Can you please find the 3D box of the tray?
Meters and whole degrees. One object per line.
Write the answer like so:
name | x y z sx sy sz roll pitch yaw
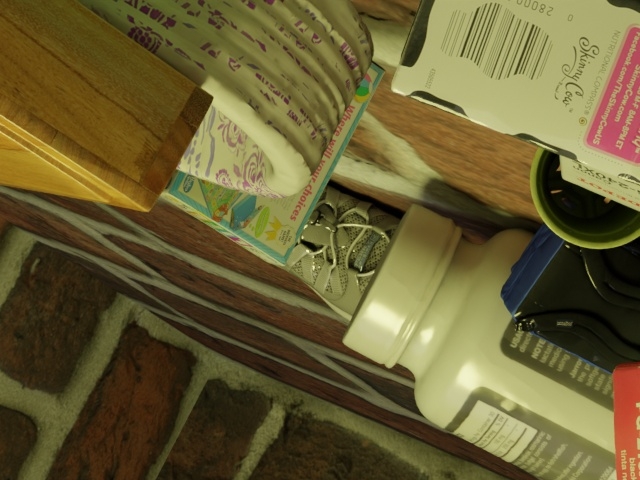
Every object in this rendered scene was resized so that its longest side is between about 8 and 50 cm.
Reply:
tray | -0.243 -0.106 1.000 0.203 0.076 0.411 34 169 -28

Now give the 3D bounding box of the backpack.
backpack | 0.207 0.034 1.332 0.120 0.098 0.101 29 -161 -12

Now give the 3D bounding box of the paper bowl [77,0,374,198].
paper bowl | -0.103 -0.153 1.018 0.284 0.148 0.284 27 171 5

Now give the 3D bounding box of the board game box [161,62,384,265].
board game box | -0.034 -0.075 1.220 0.103 0.154 0.026 33 168 -28

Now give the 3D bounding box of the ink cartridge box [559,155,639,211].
ink cartridge box | 0.188 -0.059 0.973 0.109 0.063 0.150 25 170 15

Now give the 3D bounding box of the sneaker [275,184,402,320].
sneaker | 0.000 0.000 1.665 0.281 0.105 0.115 19 168 42

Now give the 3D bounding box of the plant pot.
plant pot | 0.169 -0.037 1.128 0.083 0.083 0.079 27 -178 1

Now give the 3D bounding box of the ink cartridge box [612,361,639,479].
ink cartridge box | 0.328 0.120 1.130 0.172 0.100 0.237 5 170 -36

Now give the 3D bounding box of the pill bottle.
pill bottle | 0.186 0.099 1.468 0.318 0.176 0.176 27 170 0

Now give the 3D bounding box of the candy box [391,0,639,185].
candy box | 0.145 -0.076 0.712 0.196 0.070 0.165 22 -155 7
